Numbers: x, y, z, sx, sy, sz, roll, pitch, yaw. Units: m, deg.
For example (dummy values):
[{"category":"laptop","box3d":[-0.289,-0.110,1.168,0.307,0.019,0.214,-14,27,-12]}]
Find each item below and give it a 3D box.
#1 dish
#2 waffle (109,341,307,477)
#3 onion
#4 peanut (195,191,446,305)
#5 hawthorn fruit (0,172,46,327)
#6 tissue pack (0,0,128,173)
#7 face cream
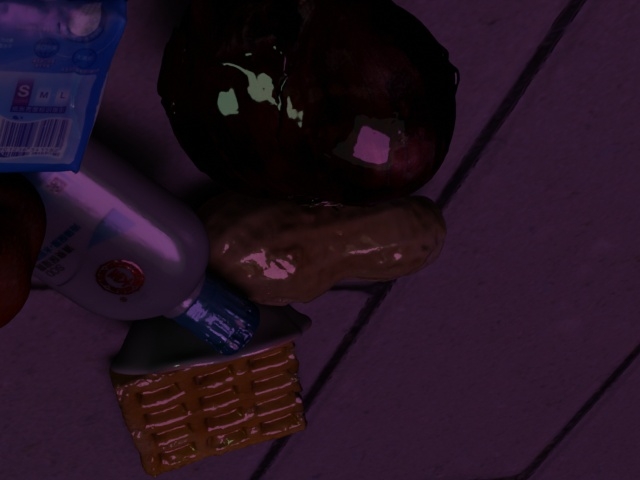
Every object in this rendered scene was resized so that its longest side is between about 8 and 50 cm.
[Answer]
[{"category":"dish","box3d":[-0.125,0.082,1.591,0.229,0.081,0.229,-11,-176,1]},{"category":"waffle","box3d":[-0.133,0.191,1.793,0.221,0.055,0.248,-16,146,-7]},{"category":"onion","box3d":[-0.008,-0.131,1.236,0.221,0.281,0.281,-26,151,-30]},{"category":"peanut","box3d":[0.000,0.000,1.539,0.290,0.130,0.130,-7,143,-21]},{"category":"hawthorn fruit","box3d":[-0.323,0.010,1.248,0.169,0.169,0.188,-1,143,-27]},{"category":"tissue pack","box3d":[-0.305,-0.162,1.143,0.263,0.146,0.198,0,138,-26]},{"category":"face cream","box3d":[-0.197,0.004,1.398,0.163,0.080,0.336,-35,124,28]}]
